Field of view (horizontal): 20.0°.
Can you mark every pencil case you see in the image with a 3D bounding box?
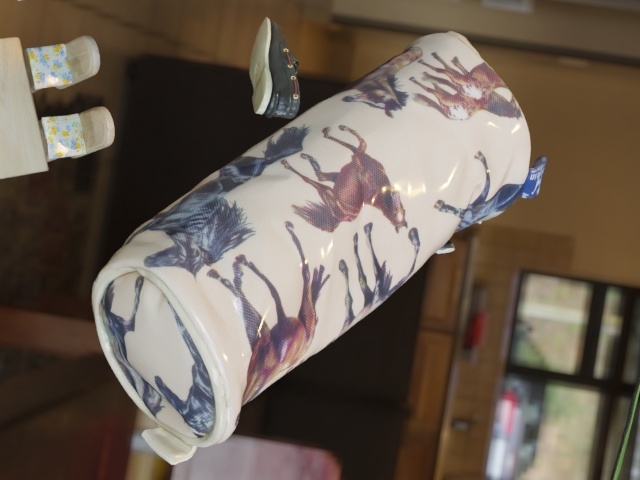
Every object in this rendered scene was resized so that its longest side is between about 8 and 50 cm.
[{"bbox_3d":[0.000,0.000,1.434,0.410,0.160,0.183,-37,124,-35],"label":"pencil case"}]

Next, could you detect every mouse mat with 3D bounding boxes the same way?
[{"bbox_3d":[0.250,0.228,1.582,0.152,0.007,0.189,93,18,-45],"label":"mouse mat"}]

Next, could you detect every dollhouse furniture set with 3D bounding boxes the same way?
[{"bbox_3d":[-0.318,-0.185,1.798,0.161,0.212,0.242,-13,-90,55],"label":"dollhouse furniture set"}]

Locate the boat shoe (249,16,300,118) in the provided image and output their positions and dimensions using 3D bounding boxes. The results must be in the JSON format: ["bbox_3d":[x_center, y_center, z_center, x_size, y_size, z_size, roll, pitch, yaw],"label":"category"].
[{"bbox_3d":[-0.044,-0.168,1.780,0.133,0.042,0.049,-97,-154,-46],"label":"boat shoe"}]
